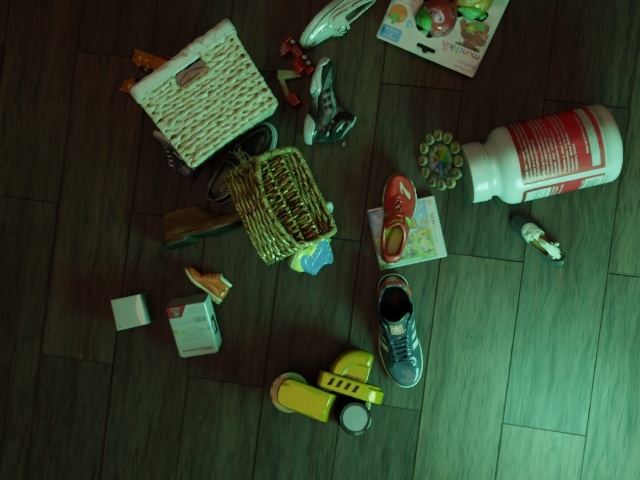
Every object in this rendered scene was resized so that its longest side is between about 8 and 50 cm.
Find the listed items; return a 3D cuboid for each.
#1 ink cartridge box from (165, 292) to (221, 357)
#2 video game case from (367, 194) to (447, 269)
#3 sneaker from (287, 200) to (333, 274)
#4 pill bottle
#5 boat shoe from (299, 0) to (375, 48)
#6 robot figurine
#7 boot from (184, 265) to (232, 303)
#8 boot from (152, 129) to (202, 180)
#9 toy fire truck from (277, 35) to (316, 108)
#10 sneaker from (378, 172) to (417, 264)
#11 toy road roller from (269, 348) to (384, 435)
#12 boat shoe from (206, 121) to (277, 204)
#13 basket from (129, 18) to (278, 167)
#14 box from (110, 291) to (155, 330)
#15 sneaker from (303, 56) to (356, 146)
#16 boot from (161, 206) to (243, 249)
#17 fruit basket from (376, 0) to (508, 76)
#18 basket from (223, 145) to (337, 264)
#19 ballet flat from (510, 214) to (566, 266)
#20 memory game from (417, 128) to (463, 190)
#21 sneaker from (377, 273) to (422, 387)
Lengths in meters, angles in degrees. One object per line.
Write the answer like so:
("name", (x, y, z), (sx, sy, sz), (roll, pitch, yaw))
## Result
("ink cartridge box", (-0.393, 0.265, 1.969), (0.127, 0.072, 0.175), (-9, 109, 5))
("video game case", (0.267, -0.023, 1.952), (0.212, 0.023, 0.193), (-12, 89, 6))
("sneaker", (0.000, 0.000, 1.959), (0.126, 0.091, 0.240), (30, 93, -14))
("pill bottle", (0.622, -0.237, 1.815), (0.408, 0.229, 0.229), (-13, 89, 5))
("boat shoe", (0.054, -0.675, 1.940), (0.267, 0.096, 0.088), (-42, 82, -4))
("robot figurine", (-0.471, -0.485, 1.992), (0.291, 0.085, 0.211), (23, 93, 6))
("boot", (-0.356, 0.121, 2.000), (0.158, 0.059, 0.084), (39, 91, -4))
("boot", (-0.465, -0.269, 1.998), (0.190, 0.069, 0.086), (32, 90, 3))
("toy fire truck", (-0.086, -0.525, 1.970), (0.135, 0.047, 0.192), (-37, 82, 11))
("sneaker", (0.234, -0.064, 1.883), (0.107, 0.118, 0.279), (5, 91, 4))
("toy road roller", (0.029, 0.424, 1.897), (0.330, 0.202, 0.240), (18, 80, 0))
("boat shoe", (-0.250, -0.244, 1.960), (0.113, 0.105, 0.306), (44, 94, 4))
("basket", (-0.314, -0.399, 1.785), (0.328, 0.331, 0.266), (-36, 99, -2))
("box", (-0.596, 0.223, 2.005), (0.102, 0.087, 0.101), (-12, 89, 6))
("sneaker", (0.041, -0.418, 1.938), (0.153, 0.101, 0.268), (11, 97, 5))
("boot", (-0.358, -0.066, 1.978), (0.305, 0.112, 0.115), (-15, 78, 8))
("fruit basket", (0.381, -0.713, 1.871), (0.327, 0.165, 0.353), (25, 96, 5))
("basket", (-0.113, -0.107, 1.802), (0.223, 0.213, 0.299), (-24, 90, 7))
("ballet flat", (0.658, -0.003, 1.892), (0.074, 0.074, 0.203), (-44, 86, 4))
("memory game", (0.355, -0.241, 1.881), (0.012, 0.186, 0.186), (-14, 89, -33))
("sneaker", (0.231, 0.277, 1.894), (0.131, 0.148, 0.350), (-11, 89, 5))
